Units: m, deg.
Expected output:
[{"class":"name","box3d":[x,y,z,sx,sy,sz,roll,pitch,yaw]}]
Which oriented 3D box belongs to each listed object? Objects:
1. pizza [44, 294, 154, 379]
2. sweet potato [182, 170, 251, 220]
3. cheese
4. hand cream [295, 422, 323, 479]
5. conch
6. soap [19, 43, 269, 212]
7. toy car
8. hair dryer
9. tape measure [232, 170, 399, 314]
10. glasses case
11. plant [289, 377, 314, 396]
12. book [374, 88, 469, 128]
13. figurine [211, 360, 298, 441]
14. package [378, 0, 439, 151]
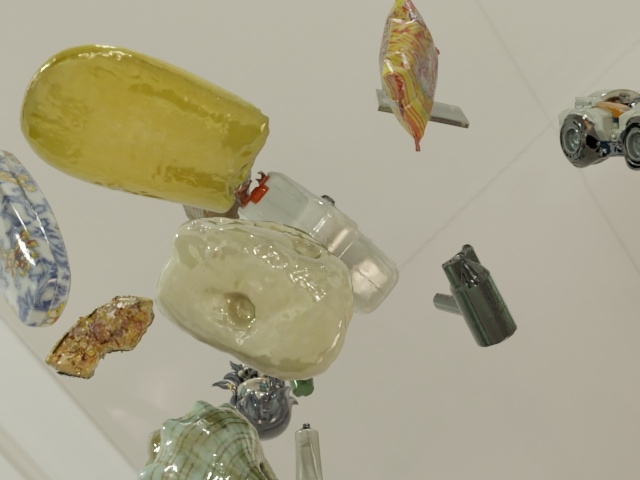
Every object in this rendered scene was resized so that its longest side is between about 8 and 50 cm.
[{"class":"pizza","box3d":[-0.529,0.224,2.028,0.305,0.086,0.161,-31,47,3]},{"class":"sweet potato","box3d":[-0.235,-0.154,2.033,0.157,0.157,0.370,-19,49,47]},{"class":"cheese","box3d":[-0.052,0.072,1.152,0.251,0.247,0.174,0,-64,-63]},{"class":"hand cream","box3d":[-0.029,0.520,1.983,0.087,0.054,0.186,-18,62,29]},{"class":"conch","box3d":[-0.096,0.304,0.948,0.170,0.203,0.386,-54,42,1]},{"class":"soap","box3d":[-0.327,-0.202,1.558,0.306,0.427,0.115,-50,33,39]},{"class":"toy car","box3d":[0.498,-0.170,1.247,0.193,0.118,0.301,-9,9,-16]},{"class":"hair dryer","box3d":[0.356,0.135,2.216,0.116,0.244,0.302,-32,12,-19]},{"class":"tape measure","box3d":[0.000,0.000,1.448,0.130,0.265,0.258,-52,29,-3]},{"class":"glasses case","box3d":[-0.326,-0.010,0.910,0.248,0.065,0.087,49,119,41]},{"class":"plant","box3d":[-0.040,0.231,1.540,0.051,0.051,0.102,-32,46,16]},{"class":"book","box3d":[0.250,-0.329,2.119,0.160,0.228,0.024,-89,11,-67]},{"class":"figurine","box3d":[-0.157,0.398,2.229,0.175,0.197,0.265,-30,29,30]},{"class":"package","box3d":[0.184,-0.359,1.787,0.108,0.223,0.288,-2,56,27]}]
